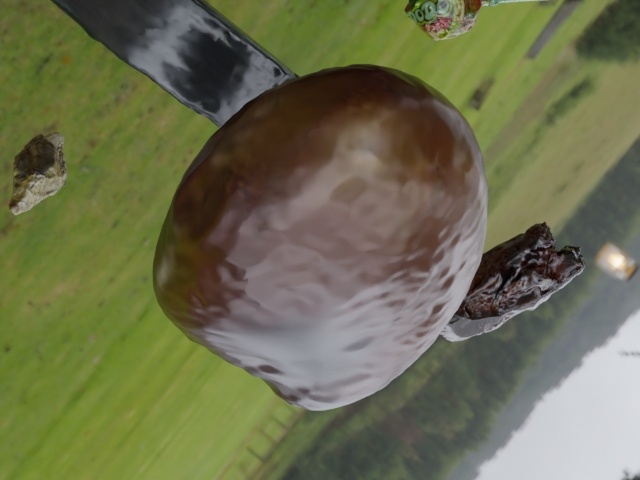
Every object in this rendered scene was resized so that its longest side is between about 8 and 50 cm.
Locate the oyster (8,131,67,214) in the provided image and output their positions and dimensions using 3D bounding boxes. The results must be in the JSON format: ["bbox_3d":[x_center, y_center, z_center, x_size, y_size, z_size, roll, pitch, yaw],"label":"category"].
[{"bbox_3d":[-0.283,-0.070,1.161,0.034,0.051,0.093,83,9,-70],"label":"oyster"}]

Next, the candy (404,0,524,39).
[{"bbox_3d":[0.149,-0.206,0.987,0.201,0.060,0.060,-15,146,-44],"label":"candy"}]

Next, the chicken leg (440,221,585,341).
[{"bbox_3d":[0.115,0.036,0.878,0.219,0.048,0.089,-15,136,-26],"label":"chicken leg"}]

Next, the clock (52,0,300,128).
[{"bbox_3d":[-0.074,-0.105,0.565,0.040,0.184,0.184,-52,171,7],"label":"clock"}]

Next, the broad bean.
[{"bbox_3d":[0.000,0.000,0.389,0.114,0.084,0.165,-33,159,-4],"label":"broad bean"}]
